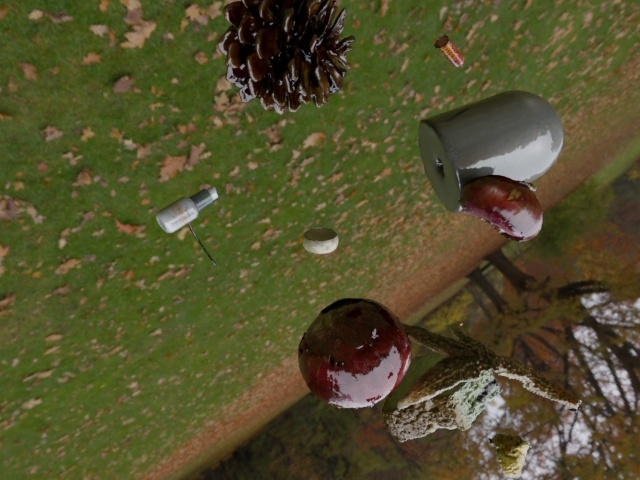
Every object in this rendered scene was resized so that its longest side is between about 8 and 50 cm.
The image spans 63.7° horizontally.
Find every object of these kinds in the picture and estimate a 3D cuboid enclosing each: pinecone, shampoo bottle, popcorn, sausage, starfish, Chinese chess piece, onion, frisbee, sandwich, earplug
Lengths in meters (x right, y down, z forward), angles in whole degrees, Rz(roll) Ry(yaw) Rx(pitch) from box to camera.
[{"bbox_3d":[-0.077,-0.558,1.463,0.397,0.398,0.398,-34,165,-10],"label":"pinecone"},{"bbox_3d":[-0.381,-0.096,1.502,0.192,0.074,0.074,-35,166,-25],"label":"shampoo bottle"},{"bbox_3d":[0.376,0.425,1.044,0.084,0.084,0.084,-34,165,-10],"label":"popcorn"},{"bbox_3d":[0.406,-0.576,1.598,0.050,0.048,0.145,-50,141,15],"label":"sausage"},{"bbox_3d":[0.360,0.308,1.284,0.398,0.384,0.132,-8,113,-21],"label":"starfish"},{"bbox_3d":[0.000,0.000,1.736,0.122,0.122,0.051,-23,123,-42],"label":"Chinese chess piece"},{"bbox_3d":[0.495,-0.096,1.409,0.248,0.248,0.161,49,60,-75],"label":"onion"},{"bbox_3d":[0.081,0.271,1.245,0.276,0.276,0.276,-34,165,-10],"label":"onion"},{"bbox_3d":[-0.414,-0.017,1.716,0.012,0.211,0.187,-32,146,-13],"label":"frisbee"},{"bbox_3d":[0.361,0.437,1.507,0.325,0.131,0.262,-29,-170,37],"label":"sandwich"},{"bbox_3d":[0.541,-0.301,1.616,0.394,0.313,0.312,-22,165,-1],"label":"earplug"}]
